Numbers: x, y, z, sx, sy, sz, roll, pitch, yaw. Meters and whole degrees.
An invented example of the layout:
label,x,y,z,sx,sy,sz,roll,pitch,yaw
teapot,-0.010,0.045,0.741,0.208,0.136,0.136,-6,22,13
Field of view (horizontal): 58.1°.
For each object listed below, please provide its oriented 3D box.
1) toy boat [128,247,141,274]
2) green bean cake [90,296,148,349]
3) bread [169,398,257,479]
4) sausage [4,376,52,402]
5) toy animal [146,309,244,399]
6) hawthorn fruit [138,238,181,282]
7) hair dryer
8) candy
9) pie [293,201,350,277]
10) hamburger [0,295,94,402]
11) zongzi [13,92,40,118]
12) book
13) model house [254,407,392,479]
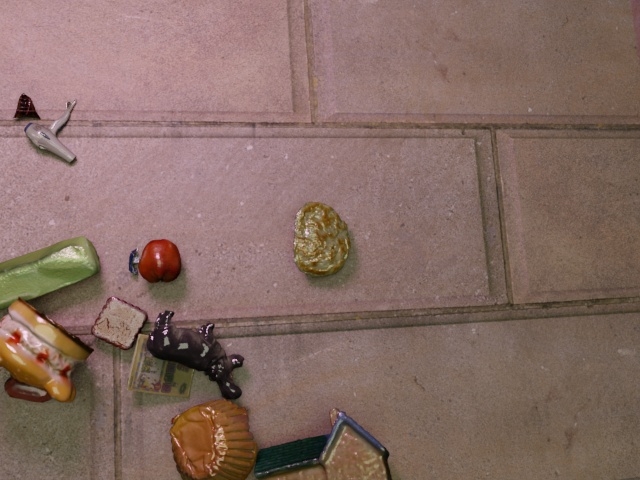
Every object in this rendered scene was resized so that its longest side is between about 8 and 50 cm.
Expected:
label,x,y,z,sx,sy,sz,roll,pitch,yaw
toy boat,-0.581,0.066,1.810,0.038,0.038,0.083,1,81,-11
green bean cake,-0.613,0.254,1.764,0.135,0.056,0.136,27,77,-5
bread,-0.321,0.606,1.689,0.274,0.149,0.274,-5,73,18
sausage,-0.848,0.432,1.685,0.141,0.076,0.076,11,79,-10
toy animal,-0.360,0.341,1.760,0.343,0.106,0.168,35,62,-14
hawthorn fruit,-0.496,0.060,1.779,0.132,0.133,0.138,-2,72,-11
hair dryer,-0.810,-0.341,1.835,0.199,0.067,0.167,-44,100,-28
candy,-0.838,0.095,1.711,0.343,0.142,0.132,-21,101,-10
pie,0.000,0.000,1.905,0.201,0.090,0.248,6,80,-20
hamburger,-0.782,0.316,1.611,0.302,0.261,0.186,36,69,-6
zongzi,-0.937,-0.412,1.811,0.073,0.067,0.083,-25,104,-20
book,-0.482,0.386,1.767,0.192,0.013,0.168,15,78,-24
model house,0.024,0.700,1.707,0.382,0.334,0.343,-16,65,2
